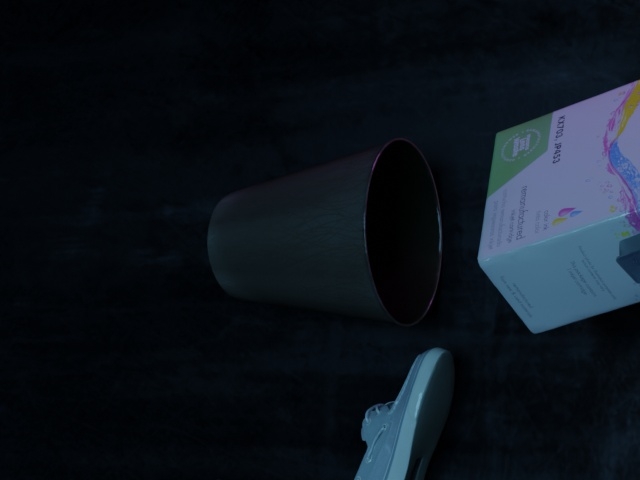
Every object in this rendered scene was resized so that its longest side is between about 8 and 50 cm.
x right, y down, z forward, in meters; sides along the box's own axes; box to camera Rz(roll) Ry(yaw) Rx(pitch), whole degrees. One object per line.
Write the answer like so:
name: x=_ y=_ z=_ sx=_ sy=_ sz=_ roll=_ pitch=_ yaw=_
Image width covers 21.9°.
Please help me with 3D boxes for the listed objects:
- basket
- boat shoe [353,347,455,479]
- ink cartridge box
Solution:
basket: x=0.000 y=0.000 z=1.839 sx=0.227 sy=0.154 sz=0.204 roll=-6 pitch=81 yaw=35
boat shoe: x=0.077 y=0.217 z=1.792 sx=0.081 sy=0.079 sz=0.227 roll=21 pitch=97 yaw=29
ink cartridge box: x=0.339 y=-0.062 z=1.592 sx=0.353 sy=0.119 sz=0.207 roll=-20 pitch=36 yaw=28
